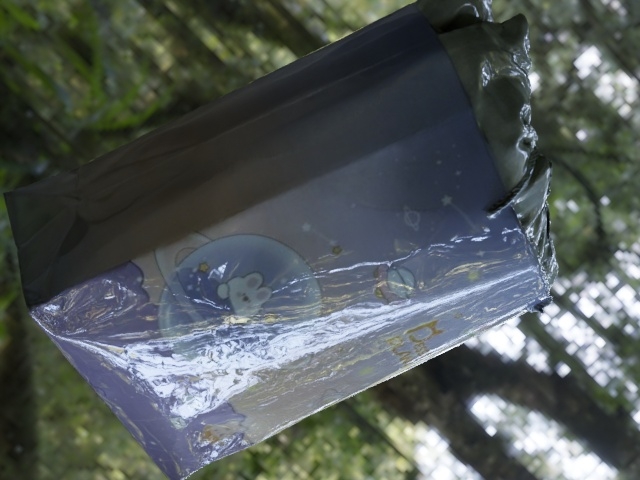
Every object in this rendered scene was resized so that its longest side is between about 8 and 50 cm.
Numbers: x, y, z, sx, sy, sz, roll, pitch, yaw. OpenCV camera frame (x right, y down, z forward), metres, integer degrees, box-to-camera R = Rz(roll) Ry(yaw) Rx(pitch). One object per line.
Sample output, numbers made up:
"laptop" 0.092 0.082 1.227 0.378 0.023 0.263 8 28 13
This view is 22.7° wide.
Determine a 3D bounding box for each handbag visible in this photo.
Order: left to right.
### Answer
"handbag" 0.000 0.000 0.505 0.173 0.117 0.095 -27 -130 2
